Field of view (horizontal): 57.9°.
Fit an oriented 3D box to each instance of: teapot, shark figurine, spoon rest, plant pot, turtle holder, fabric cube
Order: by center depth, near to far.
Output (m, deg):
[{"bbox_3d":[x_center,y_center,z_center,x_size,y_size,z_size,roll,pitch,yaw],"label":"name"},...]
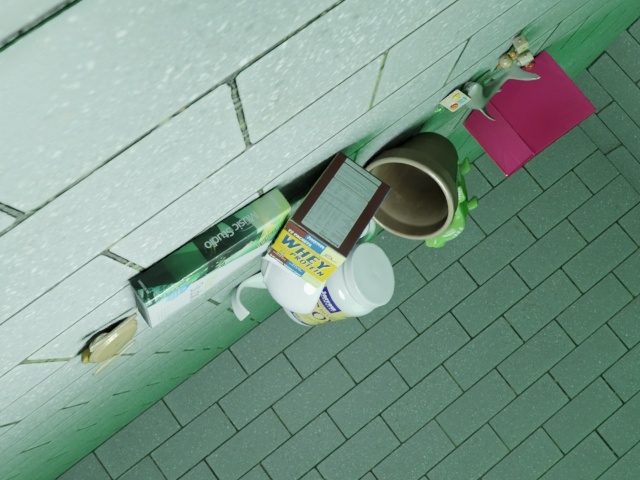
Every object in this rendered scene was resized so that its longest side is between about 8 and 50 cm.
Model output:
[{"bbox_3d":[-0.072,0.054,1.471,0.252,0.187,0.256,-70,-179,-47],"label":"teapot"},{"bbox_3d":[0.260,-0.172,1.546,0.263,0.263,0.229,-47,-172,51],"label":"plant pot"},{"bbox_3d":[0.455,-0.383,1.549,0.278,0.116,0.166,-31,171,-35],"label":"shark figurine"},{"bbox_3d":[-0.196,0.136,1.843,0.137,0.084,0.276,-42,-175,41],"label":"spoon rest"},{"bbox_3d":[0.673,-0.405,1.903,0.258,0.254,0.259,-38,173,-7],"label":"fabric cube"},{"bbox_3d":[0.419,-0.155,2.047,0.228,0.320,0.243,-13,-169,27],"label":"turtle holder"}]

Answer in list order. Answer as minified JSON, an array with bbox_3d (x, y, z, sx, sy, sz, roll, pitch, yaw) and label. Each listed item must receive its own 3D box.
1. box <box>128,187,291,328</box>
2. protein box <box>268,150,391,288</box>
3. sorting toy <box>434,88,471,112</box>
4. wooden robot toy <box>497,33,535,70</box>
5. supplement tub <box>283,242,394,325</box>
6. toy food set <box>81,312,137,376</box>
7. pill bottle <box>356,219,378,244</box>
[{"bbox_3d":[-0.213,0.040,1.134,0.322,0.058,0.232,-37,173,-21],"label":"box"},{"bbox_3d":[0.016,-0.038,1.229,0.201,0.136,0.200,-55,-178,-28],"label":"protein box"},{"bbox_3d":[0.327,-0.339,1.447,0.062,0.012,0.083,17,142,-37],"label":"sorting toy"},{"bbox_3d":[0.483,-0.449,1.442,0.079,0.076,0.173,-29,176,17],"label":"wooden robot toy"},{"bbox_3d":[0.051,0.143,1.898,0.332,0.240,0.241,-20,-173,43],"label":"supplement tub"},{"bbox_3d":[-0.438,0.206,1.201,0.132,0.038,0.192,-42,171,-33],"label":"toy food set"},{"bbox_3d":[0.122,-0.049,1.940,0.131,0.131,0.229,-39,173,7],"label":"pill bottle"}]
